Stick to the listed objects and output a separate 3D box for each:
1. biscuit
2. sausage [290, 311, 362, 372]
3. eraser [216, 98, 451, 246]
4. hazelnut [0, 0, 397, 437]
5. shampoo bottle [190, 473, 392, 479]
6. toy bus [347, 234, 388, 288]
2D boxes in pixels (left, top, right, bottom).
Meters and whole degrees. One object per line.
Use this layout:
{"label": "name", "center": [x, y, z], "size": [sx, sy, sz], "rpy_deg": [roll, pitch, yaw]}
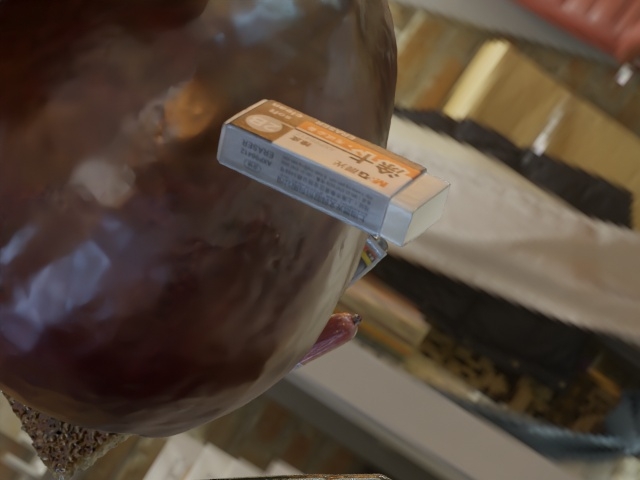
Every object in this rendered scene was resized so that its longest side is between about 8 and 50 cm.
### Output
{"label": "biscuit", "center": [-0.230, 0.102, 1.422], "size": [0.131, 0.026, 0.237], "rpy_deg": [-34, 49, -10]}
{"label": "sausage", "center": [-0.059, 0.117, 1.403], "size": [0.223, 0.029, 0.029], "rpy_deg": [-28, 20, 16]}
{"label": "eraser", "center": [0.007, -0.038, 0.874], "size": [0.052, 0.122, 0.029], "rpy_deg": [-36, -34, -53]}
{"label": "hazelnut", "center": [-0.116, -0.071, 1.166], "size": [0.421, 0.353, 0.421], "rpy_deg": [-52, 3, 3]}
{"label": "shampoo bottle", "center": [-0.107, 0.229, 1.091], "size": [0.084, 0.350, 0.125], "rpy_deg": [167, 95, -66]}
{"label": "toy bus", "center": [0.000, 0.000, 1.672], "size": [0.106, 0.092, 0.268], "rpy_deg": [-42, 8, -1]}
